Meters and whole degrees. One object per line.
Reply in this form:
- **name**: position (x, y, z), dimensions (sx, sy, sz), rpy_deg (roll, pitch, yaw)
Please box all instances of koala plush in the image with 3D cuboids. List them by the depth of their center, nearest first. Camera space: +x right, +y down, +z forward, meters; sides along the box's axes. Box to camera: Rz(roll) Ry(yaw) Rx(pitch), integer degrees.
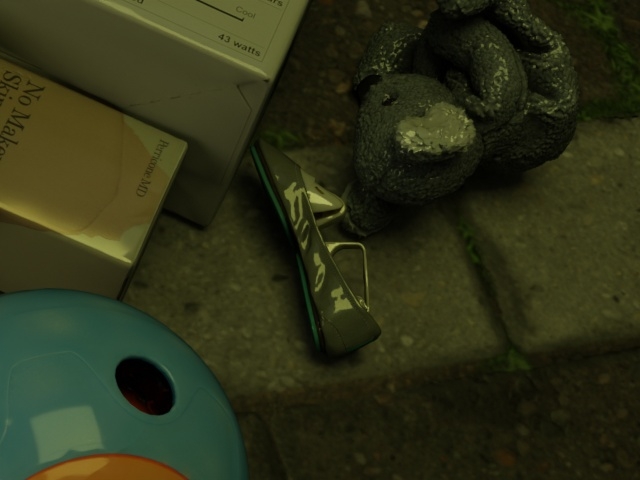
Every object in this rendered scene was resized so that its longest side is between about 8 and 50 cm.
- **koala plush**: position (0.109, -0.106, 1.767), dimensions (0.203, 0.196, 0.221), rpy_deg (45, 50, -2)

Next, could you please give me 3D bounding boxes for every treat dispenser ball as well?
- **treat dispenser ball**: position (-0.193, 0.178, 1.397), dimensions (0.288, 0.288, 0.288), rpy_deg (10, 56, -15)

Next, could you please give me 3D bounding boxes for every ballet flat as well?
- **ballet flat**: position (0.000, 0.000, 1.720), dimensions (0.068, 0.072, 0.213), rpy_deg (-19, 69, -1)

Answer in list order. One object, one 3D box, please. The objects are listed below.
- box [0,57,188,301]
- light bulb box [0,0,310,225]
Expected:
- **box**: position (-0.283, -0.063, 1.625), dimensions (0.311, 0.121, 0.148), rpy_deg (23, 54, -5)
- **light bulb box**: position (-0.174, -0.269, 1.737), dimensions (0.358, 0.225, 0.361), rpy_deg (24, 52, -4)
